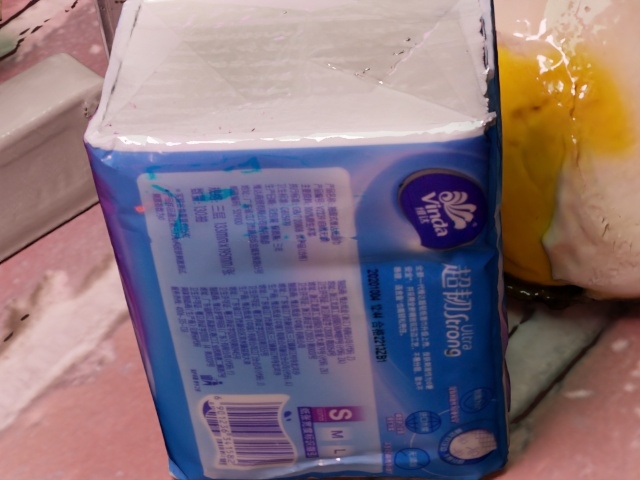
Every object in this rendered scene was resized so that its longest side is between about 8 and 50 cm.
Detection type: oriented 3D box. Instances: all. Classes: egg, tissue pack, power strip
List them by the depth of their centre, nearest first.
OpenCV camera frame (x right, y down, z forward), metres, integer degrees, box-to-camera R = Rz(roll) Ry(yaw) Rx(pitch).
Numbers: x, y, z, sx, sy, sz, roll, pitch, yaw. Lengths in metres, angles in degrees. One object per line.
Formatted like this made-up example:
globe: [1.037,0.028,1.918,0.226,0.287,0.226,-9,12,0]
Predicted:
tissue pack: [0.000,0.000,0.969,0.198,0.263,0.146,-2,44,6]
power strip: [-0.288,0.010,1.124,0.385,0.091,0.062,-34,48,-24]
egg: [0.174,-0.126,1.125,0.337,0.201,0.337,-2,45,2]

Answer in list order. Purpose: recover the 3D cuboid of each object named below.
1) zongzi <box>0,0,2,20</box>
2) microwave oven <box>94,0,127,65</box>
zongzi: [-0.360,-0.099,1.255,0.242,0.112,0.221,-6,52,31]
microwave oven: [-0.059,-0.145,1.144,0.145,0.240,0.194,3,45,10]
